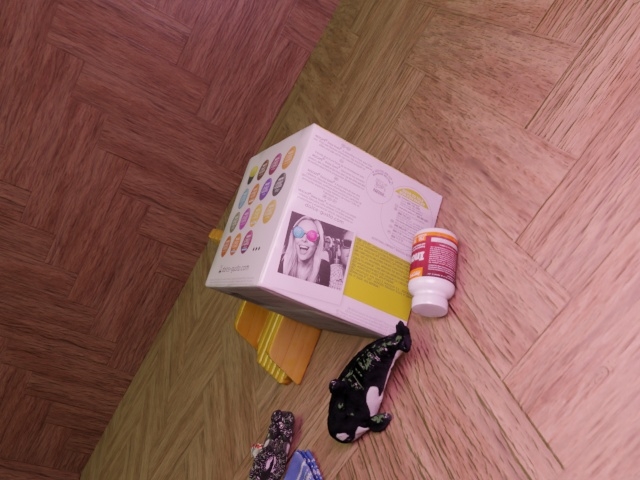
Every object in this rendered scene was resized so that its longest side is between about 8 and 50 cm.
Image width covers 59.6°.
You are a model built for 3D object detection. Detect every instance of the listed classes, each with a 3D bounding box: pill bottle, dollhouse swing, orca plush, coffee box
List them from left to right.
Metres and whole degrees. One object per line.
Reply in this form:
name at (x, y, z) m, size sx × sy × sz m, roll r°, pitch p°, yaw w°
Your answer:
dollhouse swing at (-0.194, 0.172, 1.517) m, size 0.347 × 0.305 × 0.315 m, roll 12°, pitch 79°, yaw 65°
coffee box at (0.000, 0.000, 1.216) m, size 0.337 × 0.338 × 0.334 m, roll -8°, pitch 61°, yaw 61°
orca plush at (0.071, 0.280, 1.056) m, size 0.287 × 0.102 × 0.151 m, roll -53°, pitch 46°, yaw 34°
pill bottle at (0.208, 0.060, 1.037) m, size 0.086 × 0.086 × 0.152 m, roll -32°, pitch 40°, yaw 52°

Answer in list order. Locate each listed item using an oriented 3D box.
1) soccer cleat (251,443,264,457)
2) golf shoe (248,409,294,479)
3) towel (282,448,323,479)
soccer cleat at (-0.159, 0.543, 1.441) m, size 0.083 × 0.029 × 0.035 m, roll -35°, pitch 47°, yaw 55°
golf shoe at (-0.107, 0.503, 1.314) m, size 0.094 × 0.077 × 0.198 m, roll 93°, pitch -162°, yaw -59°
towel at (-0.044, 0.614, 1.114) m, size 0.243 × 0.040 × 0.336 m, roll -63°, pitch 24°, yaw 10°
